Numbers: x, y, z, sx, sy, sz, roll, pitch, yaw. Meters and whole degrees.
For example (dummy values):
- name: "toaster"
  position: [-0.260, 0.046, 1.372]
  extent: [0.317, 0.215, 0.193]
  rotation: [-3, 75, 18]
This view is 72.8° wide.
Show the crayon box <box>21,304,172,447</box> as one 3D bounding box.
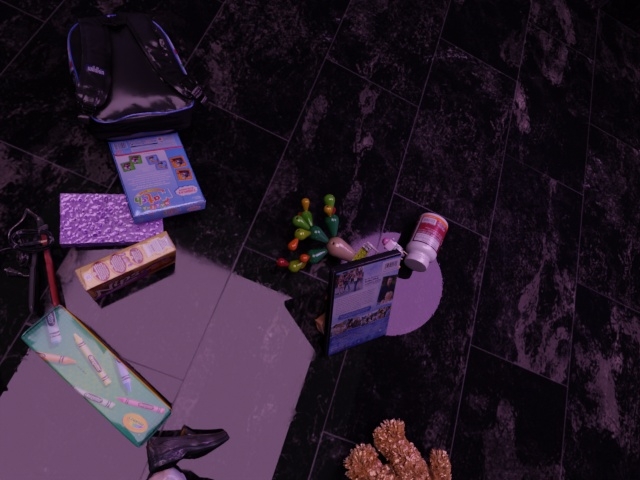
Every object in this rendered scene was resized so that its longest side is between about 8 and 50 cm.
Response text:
- name: "crayon box"
  position: [-0.406, 0.255, 0.815]
  extent: [0.278, 0.165, 0.081]
  rotation: [44, 64, -1]

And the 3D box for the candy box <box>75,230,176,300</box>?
- name: "candy box"
  position: [-0.403, 0.053, 0.916]
  extent: [0.187, 0.109, 0.053]
  rotation: [-29, 84, -26]

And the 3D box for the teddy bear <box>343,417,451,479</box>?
- name: "teddy bear"
  position: [0.202, 0.565, 0.954]
  extent: [0.245, 0.113, 0.338]
  rotation: [-17, 78, -21]

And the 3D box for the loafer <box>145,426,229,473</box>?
- name: "loafer"
  position: [-0.258, 0.398, 0.859]
  extent: [0.170, 0.062, 0.061]
  rotation: [7, 45, -47]

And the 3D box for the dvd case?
- name: "dvd case"
  position: [0.092, 0.146, 1.002]
  extent: [0.180, 0.253, 0.022]
  rotation: [-13, 36, -26]

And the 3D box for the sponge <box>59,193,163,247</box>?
- name: "sponge"
  position: [-0.464, -0.046, 0.972]
  extent: [0.210, 0.031, 0.117]
  rotation: [-2, 72, -20]

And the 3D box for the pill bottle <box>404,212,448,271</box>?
- name: "pill bottle"
  position: [0.284, 0.006, 1.186]
  extent: [0.086, 0.086, 0.152]
  rotation: [32, 66, -7]

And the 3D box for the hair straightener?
- name: "hair straightener"
  position: [-0.597, 0.042, 0.886]
  extent: [0.089, 0.047, 0.230]
  rotation: [-12, 76, -23]

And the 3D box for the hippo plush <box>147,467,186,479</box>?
- name: "hippo plush"
  position: [-0.269, 0.553, 0.722]
  extent: [0.234, 0.236, 0.294]
  rotation: [8, 70, -17]

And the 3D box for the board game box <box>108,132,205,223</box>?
- name: "board game box"
  position: [-0.379, -0.150, 1.008]
  extent: [0.160, 0.039, 0.211]
  rotation: [-16, 66, -26]

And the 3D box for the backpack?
- name: "backpack"
  position: [-0.435, -0.372, 0.996]
  extent: [0.276, 0.213, 0.263]
  rotation: [-16, 86, -29]

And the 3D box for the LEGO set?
- name: "LEGO set"
  position: [0.082, 0.099, 1.078]
  extent: [0.287, 0.132, 0.107]
  rotation: [-45, 70, 2]

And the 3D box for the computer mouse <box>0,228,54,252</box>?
- name: "computer mouse"
  position: [-0.654, 0.025, 0.850]
  extent: [0.242, 0.041, 0.071]
  rotation: [-20, 72, -12]

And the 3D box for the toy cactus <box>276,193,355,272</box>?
- name: "toy cactus"
  position: [0.000, 0.000, 1.084]
  extent: [0.180, 0.112, 0.219]
  rotation: [32, 68, -14]
